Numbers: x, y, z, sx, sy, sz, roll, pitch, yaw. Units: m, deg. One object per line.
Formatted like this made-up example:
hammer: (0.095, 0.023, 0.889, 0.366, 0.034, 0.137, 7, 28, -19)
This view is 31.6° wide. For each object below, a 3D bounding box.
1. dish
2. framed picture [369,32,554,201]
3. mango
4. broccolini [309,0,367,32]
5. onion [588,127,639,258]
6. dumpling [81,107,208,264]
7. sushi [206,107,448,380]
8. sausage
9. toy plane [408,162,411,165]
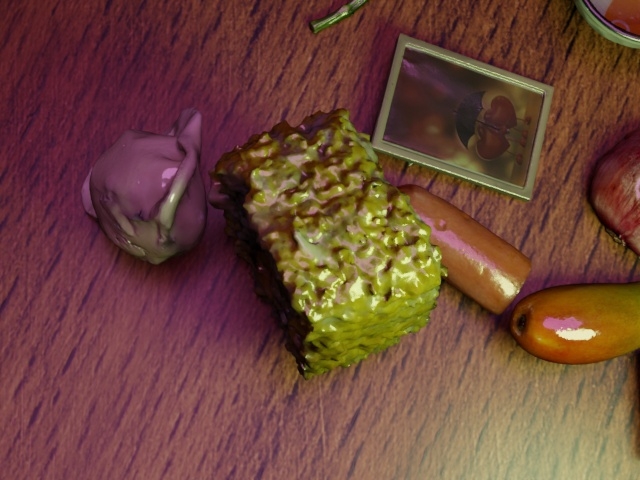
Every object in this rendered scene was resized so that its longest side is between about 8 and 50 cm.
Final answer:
dish: (0.544, -0.448, 1.956, 0.303, 0.120, 0.303, 1, 77, -6)
framed picture: (0.240, -0.206, 1.901, 0.289, 0.020, 0.211, 18, 75, -10)
mango: (0.439, 0.126, 1.799, 0.289, 0.146, 0.129, -10, 93, -11)
broccolini: (0.080, -0.430, 1.950, 0.239, 0.051, 0.054, -36, 89, -6)
onion: (0.595, -0.104, 1.884, 0.227, 0.120, 0.283, 41, 76, -1)
dumpling: (-0.238, -0.090, 1.733, 0.187, 0.318, 0.243, 43, 68, -28)
sushi: (0.000, 0.000, 1.658, 0.240, 0.396, 0.351, -26, 72, -10)
sausage: (0.209, 0.007, 1.824, 0.259, 0.113, 0.113, 35, 76, 1)
toy plane: (0.161, -0.168, 1.898, 0.078, 0.031, 0.083, -5, 78, -7)
